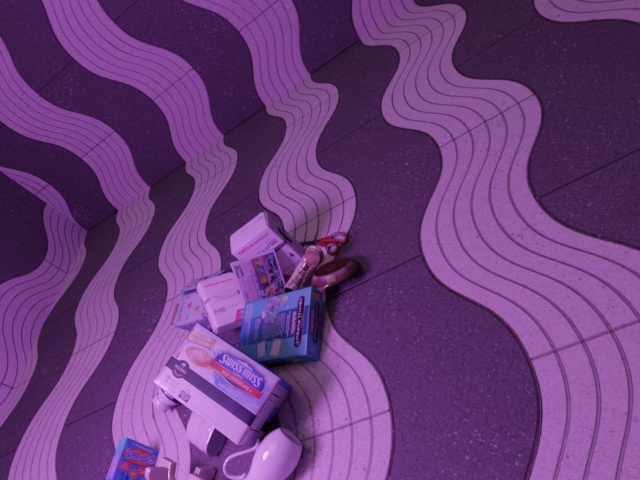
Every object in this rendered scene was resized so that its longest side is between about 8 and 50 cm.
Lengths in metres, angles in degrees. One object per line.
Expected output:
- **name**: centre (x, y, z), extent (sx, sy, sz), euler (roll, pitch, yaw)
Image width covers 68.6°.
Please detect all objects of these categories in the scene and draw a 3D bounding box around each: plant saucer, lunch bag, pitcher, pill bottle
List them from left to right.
- **pill bottle**: centre (-0.584, 0.596, 1.901), extent (0.193, 0.108, 0.108), euler (-47, 35, -2)
- **lunch bag**: centre (-0.517, 0.264, 2.106), extent (0.223, 0.160, 0.262), euler (-19, 52, 32)
- **pitcher**: centre (-0.170, 0.651, 1.389), extent (0.207, 0.177, 0.125), euler (-53, -5, -6)
- **plant saucer**: centre (0.047, 0.112, 1.750), extent (0.198, 0.036, 0.198), euler (-22, 13, 6)

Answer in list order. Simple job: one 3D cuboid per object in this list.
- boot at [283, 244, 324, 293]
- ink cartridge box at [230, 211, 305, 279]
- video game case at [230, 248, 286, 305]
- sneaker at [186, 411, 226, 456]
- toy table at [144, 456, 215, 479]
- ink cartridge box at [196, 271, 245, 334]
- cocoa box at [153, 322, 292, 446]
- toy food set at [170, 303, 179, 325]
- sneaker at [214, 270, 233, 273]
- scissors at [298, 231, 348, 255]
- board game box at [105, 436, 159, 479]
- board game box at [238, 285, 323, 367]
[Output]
- **boot**: centre (-0.067, 0.125, 1.800), extent (0.165, 0.077, 0.213), euler (-56, -2, -37)
- **ink cartridge box**: centre (-0.214, 0.041, 1.949), extent (0.197, 0.273, 0.114), euler (-35, 36, 13)
- **video game case**: centre (-0.243, 0.153, 1.883), extent (0.183, 0.201, 0.023), euler (-18, 17, -9)
- **sneaker**: centre (-0.384, 0.603, 1.697), extent (0.169, 0.108, 0.292), euler (2, 57, 42)
- **toy table**: centre (-0.459, 0.799, 1.479), extent (0.274, 0.252, 0.161), euler (2, 71, 31)
- **ink cartridge box**: centre (-0.399, 0.257, 1.939), extent (0.218, 0.158, 0.092), euler (61, 149, 23)
- **cocoa box**: centre (-0.304, 0.468, 1.526), extent (0.347, 0.231, 0.228), euler (29, 72, 18)
- **toy food set**: centre (-0.632, 0.358, 2.257), extent (0.192, 0.038, 0.132), euler (-8, 56, 33)
- **sneaker**: centre (-0.460, 0.193, 2.217), extent (0.185, 0.069, 0.084), euler (-6, 50, 44)
- **scissors**: centre (0.000, 0.000, 2.003), extent (0.297, 0.021, 0.109), euler (12, 66, 51)
- **board game box**: centre (-0.690, 0.849, 1.706), extent (0.047, 0.160, 0.210), euler (-23, 41, 27)
- **board game box**: centre (-0.152, 0.330, 1.734), extent (0.336, 0.079, 0.254), euler (-17, 54, 32)
